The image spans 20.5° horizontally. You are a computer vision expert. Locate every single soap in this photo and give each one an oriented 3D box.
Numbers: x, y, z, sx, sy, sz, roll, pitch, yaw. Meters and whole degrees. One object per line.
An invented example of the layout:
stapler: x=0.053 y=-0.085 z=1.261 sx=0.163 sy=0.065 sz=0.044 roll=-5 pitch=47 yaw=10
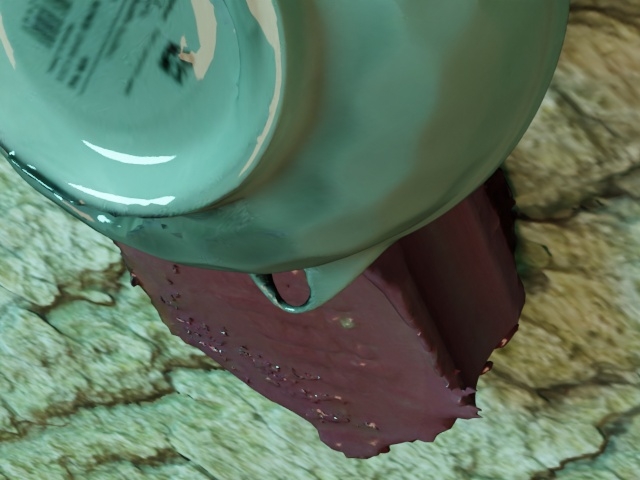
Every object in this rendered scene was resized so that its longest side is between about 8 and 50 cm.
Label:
soap: x=0.000 y=0.000 z=0.904 sx=0.182 sy=0.112 sz=0.289 roll=10 pitch=148 yaw=28

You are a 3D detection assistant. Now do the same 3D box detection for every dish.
dish: x=-0.055 y=-0.094 z=0.673 sx=0.303 sy=0.120 sz=0.303 roll=12 pitch=119 yaw=22
